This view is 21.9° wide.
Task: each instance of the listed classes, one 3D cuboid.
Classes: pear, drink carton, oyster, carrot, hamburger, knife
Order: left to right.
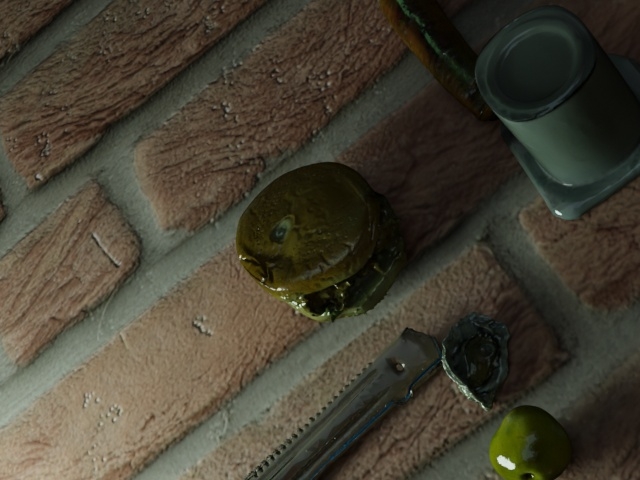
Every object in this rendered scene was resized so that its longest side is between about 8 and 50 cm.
[{"bbox_3d":[0.000,0.000,2.064,0.189,0.122,0.215,-49,49,-6],"label":"hamburger"},{"bbox_3d":[0.010,0.246,1.995,0.089,0.043,0.365,45,92,4],"label":"knife"},{"bbox_3d":[0.159,-0.248,2.118,0.070,0.070,0.260,-41,55,8],"label":"carrot"},{"bbox_3d":[0.188,0.139,1.947,0.098,0.037,0.100,35,67,19],"label":"oyster"},{"bbox_3d":[0.237,0.228,1.842,0.092,0.092,0.097,-8,48,28],"label":"pear"},{"bbox_3d":[0.284,-0.171,1.936,0.191,0.189,0.185,-35,49,12],"label":"drink carton"}]
